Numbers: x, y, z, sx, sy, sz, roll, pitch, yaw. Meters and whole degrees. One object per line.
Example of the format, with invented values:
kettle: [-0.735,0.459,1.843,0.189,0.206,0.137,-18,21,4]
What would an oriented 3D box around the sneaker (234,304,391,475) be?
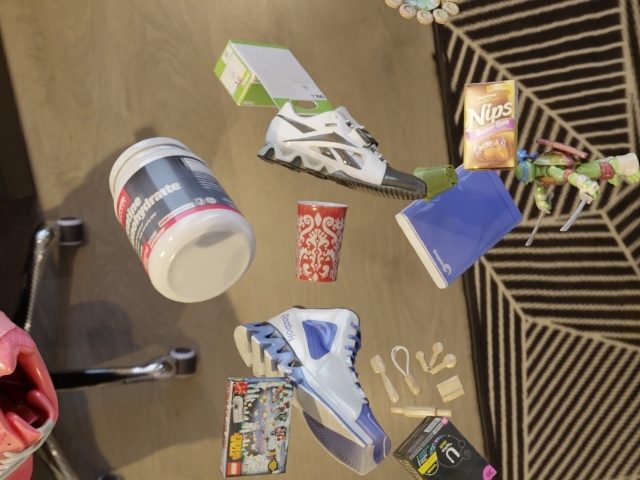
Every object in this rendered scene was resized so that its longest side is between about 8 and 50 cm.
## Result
sneaker: [0.022,0.204,1.206,0.315,0.182,0.127,41,148,28]

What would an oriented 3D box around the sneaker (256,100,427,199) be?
sneaker: [0.055,-0.174,1.391,0.331,0.122,0.146,20,87,7]

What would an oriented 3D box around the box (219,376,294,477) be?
box: [-0.090,0.264,1.051,0.094,0.027,0.137,3,93,-24]

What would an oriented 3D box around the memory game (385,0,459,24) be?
memory game: [0.213,-0.530,1.577,0.186,0.186,0.012,32,146,3]

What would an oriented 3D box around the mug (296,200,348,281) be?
mug: [0.007,0.001,1.650,0.113,0.150,0.169,8,96,29]

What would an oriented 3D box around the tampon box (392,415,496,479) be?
tampon box: [0.256,0.463,1.539,0.120,0.101,0.161,-43,90,-17]

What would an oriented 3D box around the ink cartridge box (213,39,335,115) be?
ink cartridge box: [-0.106,-0.351,1.751,0.255,0.189,0.097,56,129,25]

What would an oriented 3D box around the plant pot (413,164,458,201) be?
plant pot: [0.266,-0.137,1.676,0.079,0.083,0.083,-14,99,42]

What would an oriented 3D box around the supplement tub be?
supplement tub: [-0.250,-0.041,1.311,0.191,0.191,0.272,-51,50,15]

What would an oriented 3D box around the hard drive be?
hard drive: [0.351,-0.056,1.835,0.319,0.040,0.210,-37,98,-29]

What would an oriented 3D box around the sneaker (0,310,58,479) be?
sneaker: [-0.329,0.190,0.747,0.136,0.116,0.314,20,130,17]

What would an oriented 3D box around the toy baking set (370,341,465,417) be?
toy baking set: [0.249,0.362,1.908,0.256,0.030,0.196,-8,60,25]

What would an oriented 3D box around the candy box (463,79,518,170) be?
candy box: [0.367,-0.246,1.597,0.109,0.053,0.186,0,87,24]

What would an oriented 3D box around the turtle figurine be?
turtle figurine: [0.597,-0.108,1.730,0.266,0.198,0.274,-11,59,-8]
